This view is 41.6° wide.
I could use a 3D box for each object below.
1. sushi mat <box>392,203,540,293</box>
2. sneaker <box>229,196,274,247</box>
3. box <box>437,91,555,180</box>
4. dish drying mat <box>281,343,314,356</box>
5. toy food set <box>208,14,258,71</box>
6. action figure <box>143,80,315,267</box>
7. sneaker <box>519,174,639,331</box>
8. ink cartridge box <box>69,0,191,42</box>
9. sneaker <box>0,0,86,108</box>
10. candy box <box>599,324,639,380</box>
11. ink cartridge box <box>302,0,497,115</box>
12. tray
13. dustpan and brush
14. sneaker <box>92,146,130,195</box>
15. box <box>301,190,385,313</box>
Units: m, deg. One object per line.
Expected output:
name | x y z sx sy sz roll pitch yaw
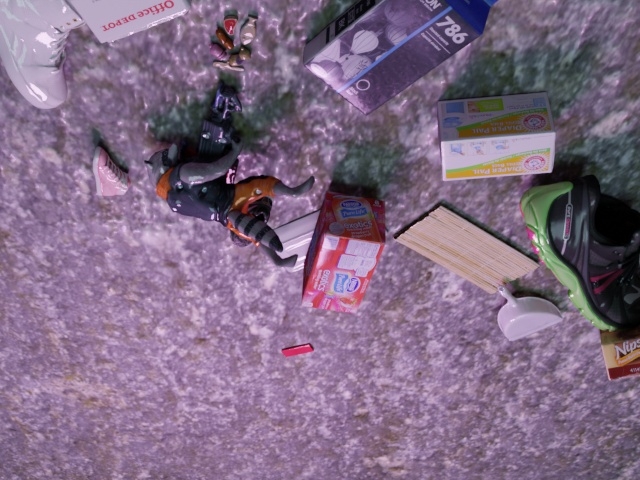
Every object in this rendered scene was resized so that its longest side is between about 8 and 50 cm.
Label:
sushi mat | 0.327 0.026 1.877 0.316 0.019 0.151 28 133 -26
sneaker | -0.152 -0.035 1.787 0.072 0.077 0.178 15 139 -13
box | 0.320 -0.190 1.547 0.203 0.114 0.103 -4 140 7
dish drying mat | -0.060 0.290 2.222 0.083 0.008 0.032 -15 136 21
toy food set | -0.155 -0.342 1.467 0.077 0.019 0.122 9 140 -7
action figure | -0.184 -0.112 1.603 0.330 0.178 0.341 20 136 11
sneaker | 0.597 0.036 1.750 0.202 0.185 0.483 -26 135 27
ink cartridge box | -0.324 -0.444 1.293 0.171 0.100 0.237 -15 136 20
sneaker | -0.446 -0.343 1.416 0.169 0.108 0.293 -1 139 10
candy box | 0.730 0.228 1.899 0.182 0.088 0.316 -12 180 18
ink cartridge box | 0.141 -0.353 1.405 0.165 0.065 0.332 33 131 -30
tray | 0.000 0.000 1.858 0.270 0.030 0.145 -22 135 27
dustpan and brush | 0.470 0.162 1.998 0.147 0.060 0.211 -26 146 23
sneaker | -0.420 -0.138 1.703 0.070 0.051 0.134 5 143 -5
box | 0.045 0.030 1.770 0.128 0.123 0.257 9 140 -7
